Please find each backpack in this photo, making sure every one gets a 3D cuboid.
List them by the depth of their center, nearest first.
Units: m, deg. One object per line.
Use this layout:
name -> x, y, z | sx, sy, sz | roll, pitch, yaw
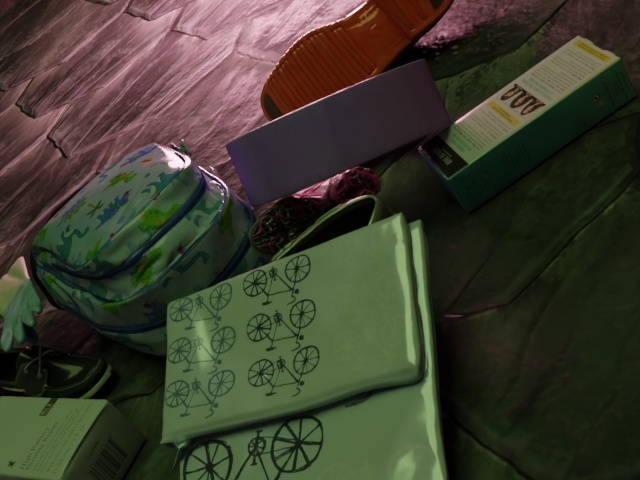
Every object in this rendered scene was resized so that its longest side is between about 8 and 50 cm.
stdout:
backpack -> -0.219, 0.009, 1.314 | 0.290, 0.273, 0.355 | -39, 43, -14

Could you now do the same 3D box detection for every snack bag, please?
snack bag -> -0.029, 0.167, 0.990 | 0.323, 0.037, 0.343 | -20, 56, 27

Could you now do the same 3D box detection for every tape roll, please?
tape roll -> 0.022, -0.135, 1.271 | 0.274, 0.090, 0.275 | -24, 4, 2

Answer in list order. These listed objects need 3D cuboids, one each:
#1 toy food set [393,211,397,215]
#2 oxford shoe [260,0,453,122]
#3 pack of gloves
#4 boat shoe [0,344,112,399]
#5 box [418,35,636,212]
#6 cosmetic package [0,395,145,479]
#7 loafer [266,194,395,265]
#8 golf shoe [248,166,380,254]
toy food set -> 0.000, 0.000, 1.279 | 0.192, 0.038, 0.132 | -37, 32, -1
oxford shoe -> 0.067, -0.296, 1.561 | 0.363, 0.130, 0.133 | -34, -2, 16
pack of gloves -> -0.450, 0.142, 1.398 | 0.195, 0.046, 0.232 | -51, 28, -1
boat shoe -> -0.381, 0.182, 1.374 | 0.233, 0.079, 0.084 | -5, 42, 38
box -> 0.246, -0.141, 1.206 | 0.244, 0.060, 0.100 | -35, 31, 2
cosmetic package -> -0.335, 0.259, 1.224 | 0.231, 0.085, 0.117 | -6, 43, 38
loafer -> -0.041, 0.065, 1.145 | 0.319, 0.111, 0.112 | -44, 61, -10
golf shoe -> -0.014, -0.031, 1.249 | 0.186, 0.067, 0.086 | -27, 8, -27
